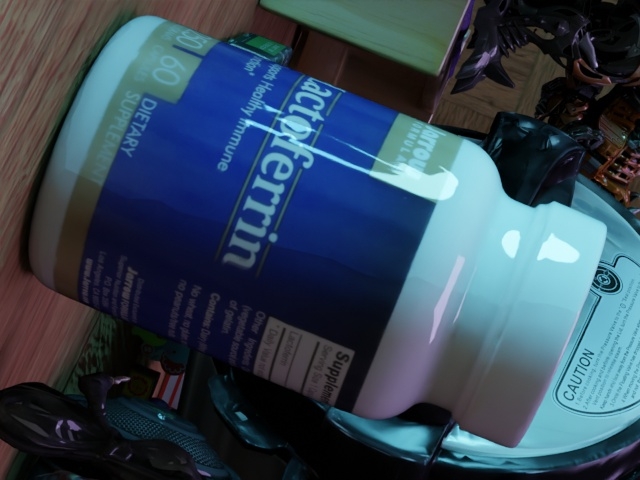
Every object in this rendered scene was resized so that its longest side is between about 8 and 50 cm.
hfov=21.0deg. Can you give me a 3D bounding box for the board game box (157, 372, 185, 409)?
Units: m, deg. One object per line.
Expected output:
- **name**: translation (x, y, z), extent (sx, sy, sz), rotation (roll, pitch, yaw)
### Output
- **board game box**: translation (-0.067, 0.139, 1.730), extent (0.193, 0.147, 0.045), rotation (-60, 172, -73)

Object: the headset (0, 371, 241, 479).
- **headset**: translation (-0.160, 0.189, 1.060), extent (0.394, 0.185, 0.243), rotation (-44, -157, 58)

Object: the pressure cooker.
- **pressure cooker**: translation (0.074, 0.118, 1.295), extent (0.420, 0.375, 0.370), rotation (105, -30, -42)

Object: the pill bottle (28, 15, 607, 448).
- **pill bottle**: translation (0.000, 0.000, 0.880), extent (0.153, 0.264, 0.153), rotation (22, 90, -87)

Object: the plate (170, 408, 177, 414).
- **plate**: translation (-0.127, 0.257, 1.701), extent (0.024, 0.188, 0.188), rotation (-13, 141, -31)

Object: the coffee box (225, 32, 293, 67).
- **coffee box**: translation (-0.075, -0.056, 1.246), extent (0.113, 0.040, 0.184), rotation (-56, 168, -78)

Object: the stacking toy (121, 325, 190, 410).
- **stacking toy**: translation (-0.130, 0.115, 1.396), extent (0.167, 0.052, 0.221), rotation (-54, 165, -77)

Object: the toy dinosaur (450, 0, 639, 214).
- **toy dinosaur**: translation (0.235, -0.160, 1.437), extent (0.164, 0.218, 0.322), rotation (-16, 125, -85)

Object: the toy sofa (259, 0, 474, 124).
- **toy sofa**: translation (0.059, -0.212, 1.449), extent (0.362, 0.150, 0.177), rotation (73, 40, -84)
